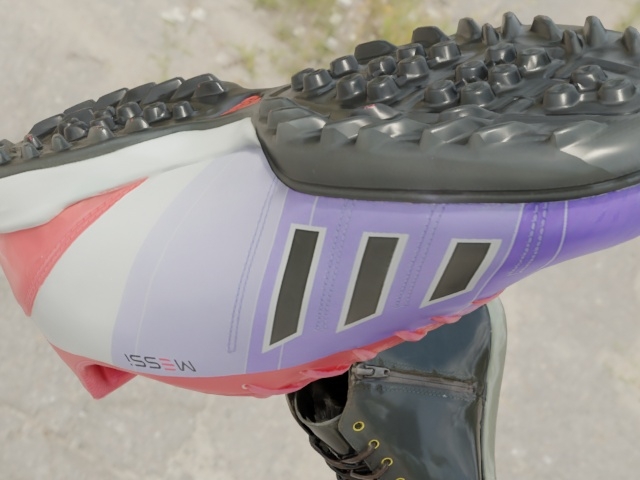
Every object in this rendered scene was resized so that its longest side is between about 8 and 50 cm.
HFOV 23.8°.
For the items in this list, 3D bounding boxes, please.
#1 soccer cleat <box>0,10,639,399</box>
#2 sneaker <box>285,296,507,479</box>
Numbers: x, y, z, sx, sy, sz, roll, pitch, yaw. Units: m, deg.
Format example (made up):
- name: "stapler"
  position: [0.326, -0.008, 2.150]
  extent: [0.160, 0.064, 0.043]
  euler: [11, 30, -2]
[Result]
- name: "soccer cleat"
  position: [0.000, 0.000, 0.518]
  extent: [0.108, 0.318, 0.116]
  euler: [-34, 111, -41]
- name: "sneaker"
  position: [0.032, 0.129, 0.811]
  extent: [0.118, 0.222, 0.083]
  euler: [-3, 6, -43]
